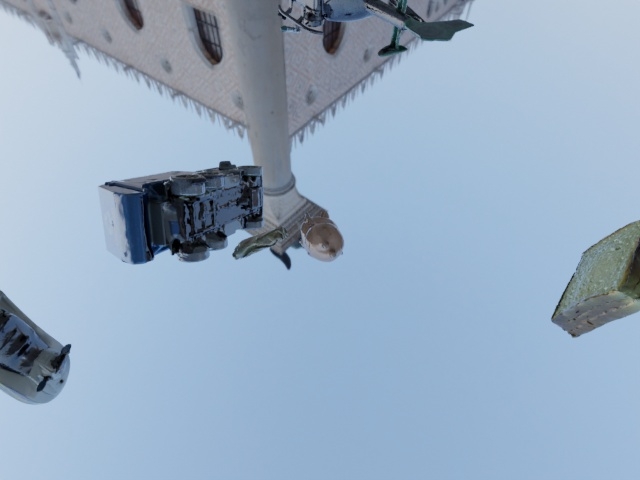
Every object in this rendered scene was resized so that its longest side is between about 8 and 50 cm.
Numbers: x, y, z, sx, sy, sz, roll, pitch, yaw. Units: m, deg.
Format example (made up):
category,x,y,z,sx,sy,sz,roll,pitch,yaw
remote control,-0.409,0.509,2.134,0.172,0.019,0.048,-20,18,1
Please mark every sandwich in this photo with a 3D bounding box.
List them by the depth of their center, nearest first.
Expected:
category,x,y,z,sx,sy,sz,roll,pitch,yaw
sandwich,0.794,0.097,1.128,0.099,0.271,0.301,40,-118,7

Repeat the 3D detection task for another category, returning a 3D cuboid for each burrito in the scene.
category,x,y,z,sx,sy,sz,roll,pitch,yaw
burrito,-0.152,0.005,1.048,0.149,0.041,0.055,-22,-157,10

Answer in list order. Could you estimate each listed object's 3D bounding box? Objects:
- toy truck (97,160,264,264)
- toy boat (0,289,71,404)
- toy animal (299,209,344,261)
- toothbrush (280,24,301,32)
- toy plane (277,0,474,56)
category,x,y,z,sx,sy,sz,roll,pitch,yaw
toy truck,-0.241,-0.066,0.788,0.175,0.146,0.367,8,-164,18
toy boat,-0.591,0.220,0.823,0.140,0.269,0.141,-24,-147,16
toy animal,0.007,-0.001,0.754,0.089,0.084,0.150,8,-164,-5
toothbrush,-0.044,-0.328,0.641,0.011,0.014,0.167,0,-154,5
toy plane,0.050,-0.383,0.639,0.155,0.106,0.382,-27,-125,-24
